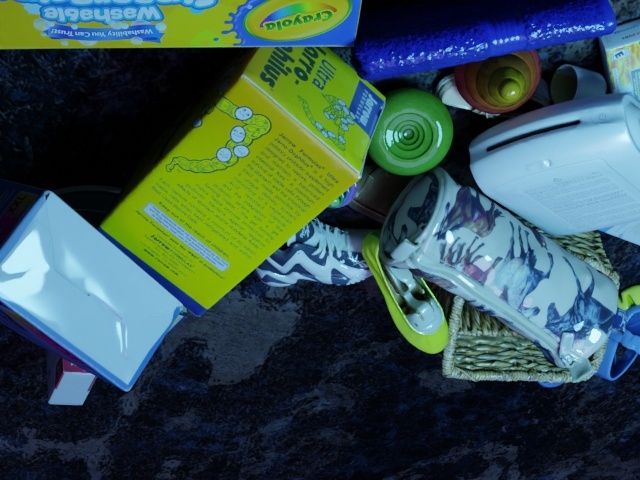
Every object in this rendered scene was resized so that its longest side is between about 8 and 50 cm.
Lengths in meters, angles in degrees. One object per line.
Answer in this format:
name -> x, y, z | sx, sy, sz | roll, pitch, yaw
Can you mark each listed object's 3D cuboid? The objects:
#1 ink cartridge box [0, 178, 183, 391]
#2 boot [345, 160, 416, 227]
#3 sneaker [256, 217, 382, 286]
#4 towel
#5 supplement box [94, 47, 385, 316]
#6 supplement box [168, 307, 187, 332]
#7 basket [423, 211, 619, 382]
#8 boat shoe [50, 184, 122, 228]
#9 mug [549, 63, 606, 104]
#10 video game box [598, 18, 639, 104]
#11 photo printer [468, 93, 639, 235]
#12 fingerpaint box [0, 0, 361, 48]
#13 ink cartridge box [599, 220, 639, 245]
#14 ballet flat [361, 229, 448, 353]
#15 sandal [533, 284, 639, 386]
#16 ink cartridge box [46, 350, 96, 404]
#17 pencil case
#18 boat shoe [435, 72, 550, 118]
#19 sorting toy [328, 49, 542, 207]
ink cartridge box -> -0.413, 0.042, 1.506 | 0.395, 0.151, 0.270 | 15, 155, 51
boot -> 0.076, -0.093, 1.632 | 0.305, 0.112, 0.115 | 28, 100, -32
sneaker -> 0.000, 0.000, 1.713 | 0.235, 0.094, 0.153 | -2, 152, 9
towel -> 0.187, -0.268, 1.327 | 0.308, 0.227, 0.076 | -11, 104, 1
supplement box -> -0.111, -0.098, 1.434 | 0.195, 0.194, 0.356 | 39, 126, -15
supplement box -> -0.274, 0.099, 1.800 | 0.083, 0.083, 0.056 | 18, 136, -31
basket -> 0.349, 0.095, 1.802 | 0.299, 0.223, 0.213 | 5, 141, -16
boat shoe -> -0.286, 0.000, 1.654 | 0.320, 0.099, 0.116 | 14, 139, -27
mug -> 0.370, -0.221, 1.537 | 0.064, 0.078, 0.062 | 1, 110, -26
video game box -> 0.504, -0.245, 1.530 | 0.187, 0.048, 0.205 | -19, 142, 10
photo printer -> 0.380, -0.109, 1.564 | 0.256, 0.107, 0.308 | -15, 157, 34
fingerpaint box -> -0.167, -0.384, 1.117 | 0.445, 0.163, 0.371 | -1, 143, -9
ink cartridge box -> 0.524, -0.047, 1.789 | 0.122, 0.052, 0.088 | 19, 136, -29
ballet flat -> 0.140, 0.085, 1.690 | 0.077, 0.231, 0.077 | -34, -169, -16
sandal -> 0.539, 0.211, 2.065 | 0.126, 0.138, 0.317 | 18, 137, -34
ink cartridge box -> -0.429, 0.190, 1.837 | 0.063, 0.150, 0.109 | 7, 141, -25
pencil case -> 0.269, 0.048, 1.605 | 0.410, 0.183, 0.160 | 30, 126, -25
boat shoe -> 0.250, -0.203, 1.523 | 0.170, 0.059, 0.063 | 0, 142, -11
sorting toy -> 0.142, -0.146, 1.449 | 0.366, 0.126, 0.127 | -33, 107, 12
